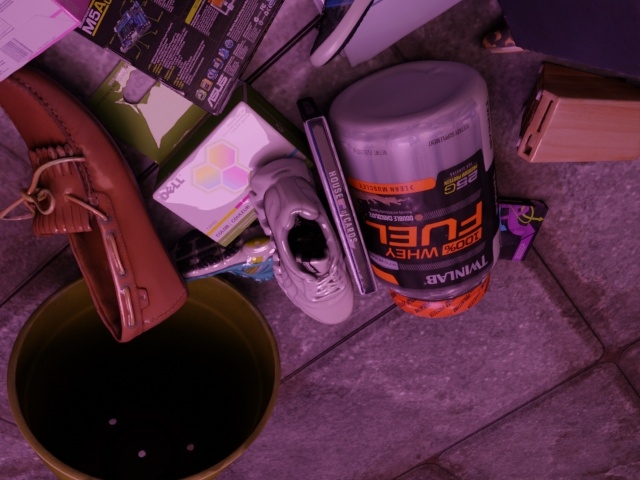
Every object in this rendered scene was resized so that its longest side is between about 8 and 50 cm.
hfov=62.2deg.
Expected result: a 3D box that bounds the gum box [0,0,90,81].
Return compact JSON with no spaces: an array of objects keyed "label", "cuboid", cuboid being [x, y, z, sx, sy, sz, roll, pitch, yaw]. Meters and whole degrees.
[{"label":"gum box","cuboid":[-0.325,-0.247,0.567,0.188,0.107,0.062,-16,145,29]}]

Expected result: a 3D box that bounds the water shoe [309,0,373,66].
[{"label":"water shoe","cuboid":[0.030,-0.307,0.625,0.080,0.073,0.203,33,112,-5]}]

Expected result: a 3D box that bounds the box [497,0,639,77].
[{"label":"box","cuboid":[0.314,-0.472,0.400,0.480,0.297,0.471,-35,117,10]}]

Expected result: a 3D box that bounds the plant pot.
[{"label":"plant pot","cuboid":[-0.285,0.285,0.868,0.367,0.366,0.353,9,134,-16]}]

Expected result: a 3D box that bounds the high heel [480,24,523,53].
[{"label":"high heel","cuboid":[0.328,-0.356,0.688,0.261,0.093,0.186,-12,104,13]}]

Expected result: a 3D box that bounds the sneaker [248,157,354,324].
[{"label":"sneaker","cuboid":[-0.012,0.032,0.738,0.110,0.118,0.292,-28,130,-6]}]

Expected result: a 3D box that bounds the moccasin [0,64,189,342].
[{"label":"moccasin","cuboid":[-0.319,-0.038,0.698,0.139,0.147,0.380,5,123,41]}]

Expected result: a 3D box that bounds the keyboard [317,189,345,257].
[{"label":"keyboard","cuboid":[0.000,0.000,0.893,0.108,0.023,0.180,8,122,-15]}]

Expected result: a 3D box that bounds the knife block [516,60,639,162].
[{"label":"knife block","cuboid":[0.407,-0.161,0.727,0.242,0.275,0.088,20,123,12]}]

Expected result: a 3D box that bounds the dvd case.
[{"label":"dvd case","cuboid":[0.020,-0.067,0.723,0.030,0.179,0.238,-18,113,1]}]

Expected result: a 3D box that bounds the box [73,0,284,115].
[{"label":"box","cuboid":[-0.153,-0.272,0.610,0.184,0.045,0.190,29,99,-10]}]

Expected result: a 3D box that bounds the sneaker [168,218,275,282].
[{"label":"sneaker","cuboid":[-0.116,0.029,0.838,0.275,0.107,0.110,-11,132,4]}]

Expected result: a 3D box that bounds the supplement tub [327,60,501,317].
[{"label":"supplement tub","cuboid":[0.146,-0.062,0.762,0.207,0.207,0.338,-18,126,3]}]

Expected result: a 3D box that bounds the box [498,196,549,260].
[{"label":"box","cuboid":[0.302,-0.020,0.928,0.162,0.029,0.116,4,124,-11]}]

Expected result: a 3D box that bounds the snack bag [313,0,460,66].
[{"label":"snack bag","cuboid":[0.108,-0.424,0.608,0.343,0.037,0.323,-29,125,11]}]

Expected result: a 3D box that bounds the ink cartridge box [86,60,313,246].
[{"label":"ink cartridge box","cuboid":[-0.168,-0.139,0.720,0.189,0.097,0.255,-41,122,18]}]
